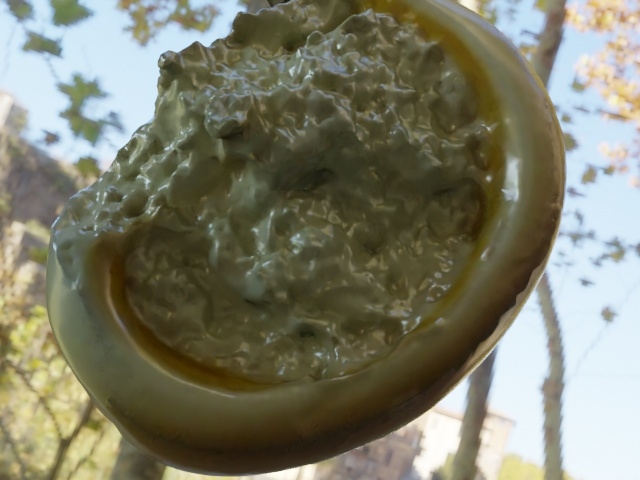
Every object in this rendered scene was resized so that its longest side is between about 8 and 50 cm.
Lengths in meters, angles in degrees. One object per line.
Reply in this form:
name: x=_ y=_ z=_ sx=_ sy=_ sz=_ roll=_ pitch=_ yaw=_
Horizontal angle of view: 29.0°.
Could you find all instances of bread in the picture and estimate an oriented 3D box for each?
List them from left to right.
bread: x=-0.017 y=-0.013 z=0.975 sx=0.329 sy=0.424 sz=0.245 roll=50 pitch=-15 yaw=-8
